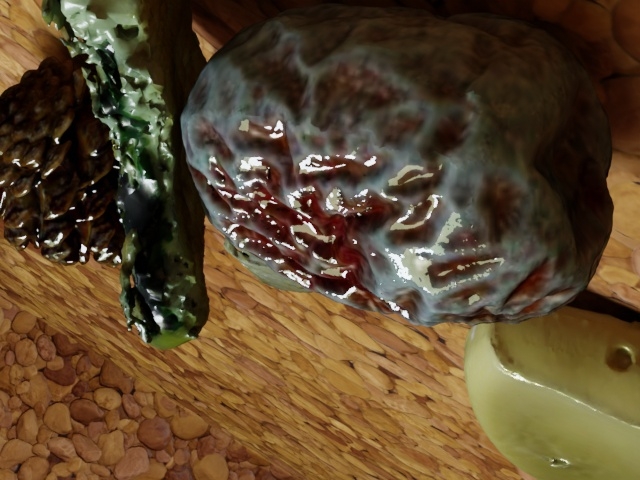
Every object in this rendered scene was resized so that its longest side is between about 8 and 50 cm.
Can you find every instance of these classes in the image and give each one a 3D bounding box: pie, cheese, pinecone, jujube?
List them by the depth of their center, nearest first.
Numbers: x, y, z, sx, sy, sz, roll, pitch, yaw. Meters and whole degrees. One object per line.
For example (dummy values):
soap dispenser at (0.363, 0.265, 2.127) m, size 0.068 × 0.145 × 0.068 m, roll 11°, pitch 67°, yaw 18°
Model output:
jujube at (0.050, -0.057, 0.811) m, size 0.317 × 0.226 × 0.226 m, roll 12°, pitch 152°, yaw 38°
pie at (-0.135, -0.107, 0.910) m, size 0.078 × 0.296 × 0.371 m, roll -4°, pitch 115°, yaw 5°
cheese at (0.269, 0.176, 1.147) m, size 0.260 × 0.128 × 0.316 m, roll 24°, pitch 161°, yaw 21°
pinecone at (-0.281, -0.075, 1.305) m, size 0.224 × 0.224 × 0.272 m, roll 14°, pitch 157°, yaw 46°

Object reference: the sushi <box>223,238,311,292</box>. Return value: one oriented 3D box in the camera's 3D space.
sushi at (0.012, 0.012, 1.195) m, size 0.273 × 0.109 × 0.134 m, roll 25°, pitch 160°, yaw 24°
